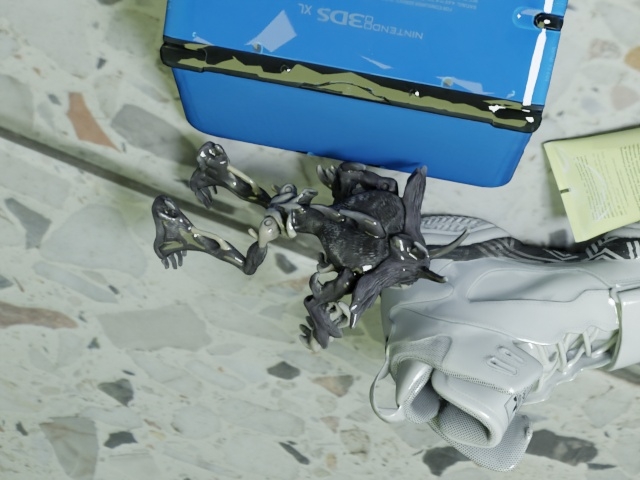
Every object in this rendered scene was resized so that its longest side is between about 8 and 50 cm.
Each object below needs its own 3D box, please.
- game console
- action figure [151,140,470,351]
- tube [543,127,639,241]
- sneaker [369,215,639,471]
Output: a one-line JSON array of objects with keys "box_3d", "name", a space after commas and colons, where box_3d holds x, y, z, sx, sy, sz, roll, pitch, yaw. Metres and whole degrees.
[{"box_3d": [0.035, -0.170, 0.934, 0.293, 0.173, 0.250, 11, 105, 3], "name": "game console"}, {"box_3d": [0.000, 0.000, 1.015, 0.275, 0.164, 0.141, 16, 159, 24], "name": "action figure"}, {"box_3d": [0.306, -0.068, 0.948, 0.240, 0.070, 0.062, -15, 152, 29], "name": "tube"}, {"box_3d": [0.218, 0.094, 1.020, 0.365, 0.210, 0.137, 5, 136, 10], "name": "sneaker"}]
